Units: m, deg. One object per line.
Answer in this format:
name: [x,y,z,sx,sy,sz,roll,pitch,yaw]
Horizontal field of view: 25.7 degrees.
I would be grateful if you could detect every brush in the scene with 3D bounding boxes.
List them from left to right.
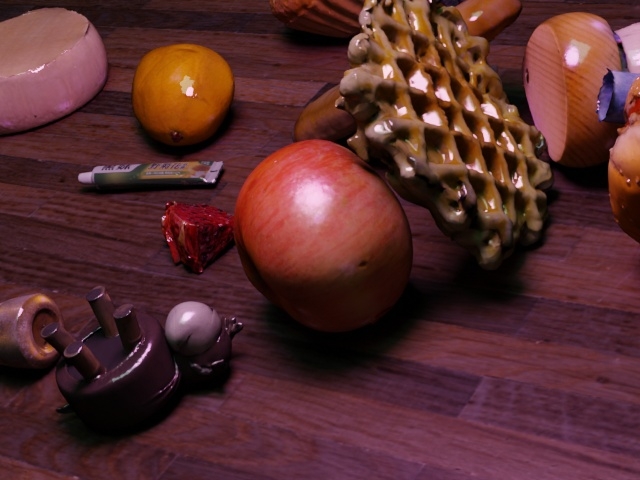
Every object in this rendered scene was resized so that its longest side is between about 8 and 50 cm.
brush: [0.334,-0.187,1.624,0.166,0.174,0.267,-7,19,-4]

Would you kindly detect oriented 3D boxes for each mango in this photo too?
mango: [-0.194,-0.211,1.944,0.147,0.109,0.227,-42,33,7]

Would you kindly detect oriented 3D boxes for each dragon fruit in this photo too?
dragon fruit: [-0.160,-0.007,1.692,0.097,0.063,0.131,-1,17,-42]

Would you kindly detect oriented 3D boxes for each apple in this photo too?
apple: [0.000,0.000,1.463,0.164,0.209,0.209,-34,36,-16]

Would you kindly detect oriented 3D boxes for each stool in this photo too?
stool: [-0.188,0.114,1.452,0.217,0.121,0.125,-21,31,5]

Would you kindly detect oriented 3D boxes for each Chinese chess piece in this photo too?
Chinese chess piece: [-0.450,-0.262,2.143,0.249,0.103,0.250,-12,33,8]

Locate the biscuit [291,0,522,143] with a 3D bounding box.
biscuit: [0.100,-0.209,1.741,0.237,0.062,0.290,-38,9,-26]

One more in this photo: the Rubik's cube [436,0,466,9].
Rubik's cube: [0.198,-0.382,2.025,0.093,0.111,0.111,-5,24,-31]

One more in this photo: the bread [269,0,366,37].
bread: [0.048,-0.400,2.044,0.274,0.149,0.274,-44,13,13]

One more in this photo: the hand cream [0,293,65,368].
hand cream: [-0.391,0.112,1.595,0.203,0.084,0.084,-8,33,27]

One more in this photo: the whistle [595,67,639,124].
whistle: [0.445,-0.132,1.469,0.304,0.062,0.062,8,34,-3]

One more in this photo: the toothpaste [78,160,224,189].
toothpaste: [-0.225,-0.085,1.841,0.204,0.032,0.049,-1,36,19]

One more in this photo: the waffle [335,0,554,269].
waffle: [0.137,-0.126,1.500,0.073,0.317,0.297,-31,19,34]

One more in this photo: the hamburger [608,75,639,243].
hamburger: [0.392,-0.064,1.356,0.244,0.244,0.163,3,60,29]
